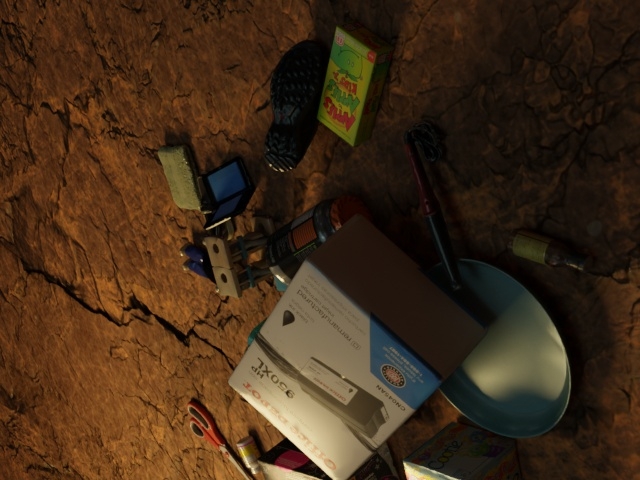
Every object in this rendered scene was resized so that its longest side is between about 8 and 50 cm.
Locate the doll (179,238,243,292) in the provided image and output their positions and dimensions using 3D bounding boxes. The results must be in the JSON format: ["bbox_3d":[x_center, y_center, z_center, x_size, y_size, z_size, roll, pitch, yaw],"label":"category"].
[{"bbox_3d":[-0.238,0.052,2.099,0.189,0.046,0.129,17,125,44],"label":"doll"}]

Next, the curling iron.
[{"bbox_3d":[0.181,-0.054,1.505,0.068,0.035,0.274,-10,92,50],"label":"curling iron"}]

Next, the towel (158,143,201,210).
[{"bbox_3d":[-0.299,-0.136,2.075,0.110,0.027,0.148,4,114,48],"label":"towel"}]

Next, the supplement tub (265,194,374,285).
[{"bbox_3d":[0.000,0.000,1.709,0.190,0.117,0.117,-30,87,40],"label":"supplement tub"}]

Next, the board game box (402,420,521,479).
[{"bbox_3d":[0.265,0.483,1.678,0.142,0.144,0.275,7,118,47],"label":"board game box"}]

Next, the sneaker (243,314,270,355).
[{"bbox_3d":[-0.056,0.230,1.937,0.178,0.124,0.295,56,145,-6],"label":"sneaker"}]

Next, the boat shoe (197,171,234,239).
[{"bbox_3d":[-0.227,-0.068,2.010,0.056,0.049,0.152,-16,99,53],"label":"boat shoe"}]

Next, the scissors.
[{"bbox_3d":[-0.243,0.517,2.406,0.297,0.021,0.109,37,134,33],"label":"scissors"}]

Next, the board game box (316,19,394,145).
[{"bbox_3d":[0.054,-0.255,1.568,0.092,0.043,0.181,40,137,27],"label":"board game box"}]

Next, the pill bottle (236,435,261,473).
[{"bbox_3d":[-0.166,0.513,2.293,0.043,0.043,0.083,-18,98,53],"label":"pill bottle"}]

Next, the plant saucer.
[{"bbox_3d":[0.279,0.170,1.557,0.317,0.044,0.317,27,130,38],"label":"plant saucer"}]

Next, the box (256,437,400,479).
[{"bbox_3d":[0.021,0.482,1.953,0.247,0.163,0.142,2,116,50],"label":"box"}]

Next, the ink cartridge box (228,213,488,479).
[{"bbox_3d":[0.048,0.197,1.624,0.285,0.166,0.395,42,137,9],"label":"ink cartridge box"}]

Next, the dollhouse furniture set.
[{"bbox_3d":[-0.110,0.032,1.865,0.184,0.129,0.129,5,115,50],"label":"dollhouse furniture set"}]

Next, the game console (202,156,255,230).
[{"bbox_3d":[-0.198,-0.093,1.927,0.122,0.107,0.071,-24,120,40],"label":"game console"}]

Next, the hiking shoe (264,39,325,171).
[{"bbox_3d":[-0.042,-0.232,1.655,0.086,0.114,0.227,17,99,8],"label":"hiking shoe"}]

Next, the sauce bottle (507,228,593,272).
[{"bbox_3d":[0.334,0.018,1.399,0.128,0.042,0.042,24,128,43],"label":"sauce bottle"}]
